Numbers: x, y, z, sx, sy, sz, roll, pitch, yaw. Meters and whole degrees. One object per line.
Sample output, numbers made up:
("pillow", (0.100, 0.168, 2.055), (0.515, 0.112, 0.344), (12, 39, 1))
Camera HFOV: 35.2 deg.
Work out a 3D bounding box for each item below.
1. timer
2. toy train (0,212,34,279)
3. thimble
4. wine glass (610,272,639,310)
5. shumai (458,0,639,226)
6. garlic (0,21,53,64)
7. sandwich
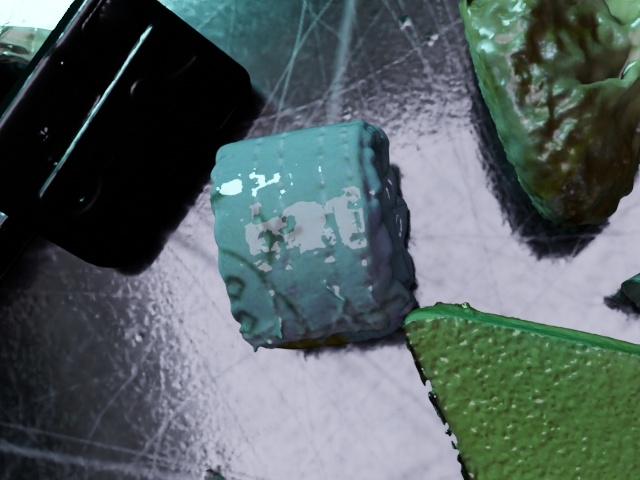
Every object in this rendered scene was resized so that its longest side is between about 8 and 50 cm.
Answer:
("timer", (-0.150, -0.081, 0.732), (0.144, 0.055, 0.187), (35, 89, -31))
("toy train", (-0.235, -0.038, 0.776), (0.048, 0.055, 0.252), (35, 88, 18))
("thimble", (-0.001, -0.002, 0.693), (0.118, 0.127, 0.151), (-10, 92, 11))
("wine glass", (0.284, -0.022, 0.657), (0.122, 0.122, 0.183), (25, 82, 12))
("shumai", (0.180, -0.119, 0.666), (0.153, 0.161, 0.209), (-17, 61, 10))
("garlic", (-0.294, -0.136, 0.778), (0.194, 0.127, 0.131), (5, 126, -5))
("sandwich", (0.193, 0.120, 0.652), (0.212, 0.063, 0.245), (-23, 96, 4))
